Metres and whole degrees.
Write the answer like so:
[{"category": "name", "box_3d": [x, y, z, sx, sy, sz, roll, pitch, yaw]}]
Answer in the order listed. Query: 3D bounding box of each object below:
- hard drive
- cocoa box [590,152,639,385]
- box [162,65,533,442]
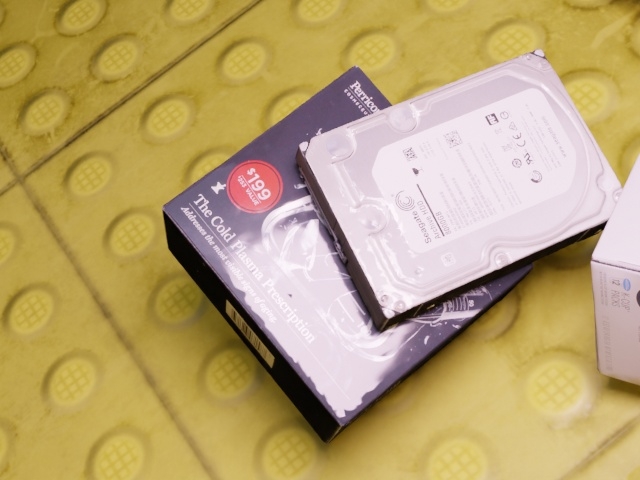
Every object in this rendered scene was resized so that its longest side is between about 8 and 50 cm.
[{"category": "hard drive", "box_3d": [0.169, -0.067, 1.336, 0.338, 0.064, 0.237, -22, 75, -14]}, {"category": "cocoa box", "box_3d": [0.481, -0.008, 1.302, 0.227, 0.231, 0.347, 15, 55, 27]}, {"category": "box", "box_3d": [0.027, 0.018, 1.422, 0.312, 0.179, 0.343, -38, 80, -15]}]
